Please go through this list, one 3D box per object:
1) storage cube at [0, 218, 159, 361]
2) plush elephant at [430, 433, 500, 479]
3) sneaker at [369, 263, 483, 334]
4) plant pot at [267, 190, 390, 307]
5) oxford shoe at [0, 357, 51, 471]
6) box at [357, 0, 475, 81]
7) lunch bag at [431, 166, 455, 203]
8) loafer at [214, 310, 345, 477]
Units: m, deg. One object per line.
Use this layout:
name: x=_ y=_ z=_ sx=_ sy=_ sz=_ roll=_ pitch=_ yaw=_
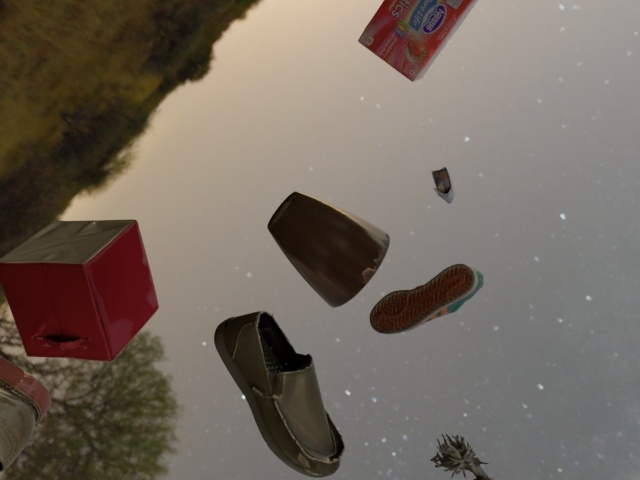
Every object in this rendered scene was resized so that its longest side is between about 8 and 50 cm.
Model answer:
storage cube: x=-0.432 y=0.083 z=1.276 sx=0.184 sy=0.193 sz=0.215 roll=0 pitch=-153 yaw=16
plush elephant: x=0.232 y=0.502 z=1.086 sx=0.255 sy=0.330 sz=0.272 roll=-35 pitch=171 yaw=-31
sneaker: x=0.269 y=0.157 z=1.741 sx=0.302 sy=0.121 sz=0.108 roll=-28 pitch=-115 yaw=25
plant pot: x=0.000 y=0.000 z=1.594 sx=0.215 sy=0.230 sz=0.215 roll=-48 pitch=-165 yaw=18
oxford shoe: x=-0.533 y=0.183 z=0.906 sx=0.123 sy=0.348 sz=0.130 roll=-51 pitch=-161 yaw=35
box: x=0.233 y=-0.497 z=1.458 sx=0.300 sy=0.154 sz=0.142 roll=-55 pitch=176 yaw=23
lunch bag: x=0.338 y=-0.148 z=1.922 sx=0.053 sy=0.071 sz=0.083 roll=-19 pitch=-112 yaw=14
loafer: x=-0.045 y=0.199 z=0.931 sx=0.087 sy=0.251 sz=0.094 roll=-38 pitch=176 yaw=34
